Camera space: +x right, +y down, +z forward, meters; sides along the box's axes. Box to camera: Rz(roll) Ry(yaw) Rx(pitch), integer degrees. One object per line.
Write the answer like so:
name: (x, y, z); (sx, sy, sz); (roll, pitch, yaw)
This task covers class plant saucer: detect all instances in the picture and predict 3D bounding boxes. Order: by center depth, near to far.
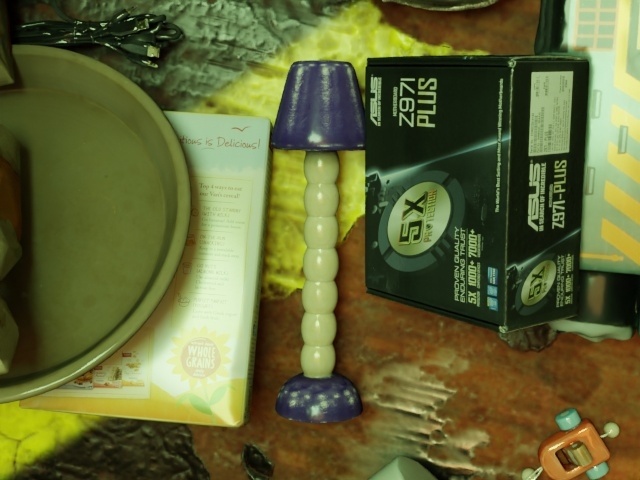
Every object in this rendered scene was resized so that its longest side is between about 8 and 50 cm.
plant saucer: (-0.229, -0.014, 0.701); (0.278, 0.041, 0.277); (-1, 68, 2)

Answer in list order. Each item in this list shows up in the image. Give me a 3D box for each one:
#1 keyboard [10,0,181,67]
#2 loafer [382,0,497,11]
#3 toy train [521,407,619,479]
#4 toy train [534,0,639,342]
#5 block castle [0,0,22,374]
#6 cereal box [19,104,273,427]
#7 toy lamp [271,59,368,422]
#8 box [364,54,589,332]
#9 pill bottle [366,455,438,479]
keyboard: (-0.211, -0.237, 0.769); (0.317, 0.033, 0.201); (1, 90, 6)
loafer: (0.000, -0.224, 0.631); (0.366, 0.130, 0.133); (11, 129, -28)
toy train: (0.206, 0.227, 0.773); (0.125, 0.046, 0.166); (-26, 93, 8)
toy train: (0.247, -0.078, 0.696); (0.190, 0.142, 0.333); (5, 99, 17)
block castle: (-0.333, -0.131, 0.569); (0.213, 0.303, 0.453); (-11, 68, -1)
cereal box: (-0.131, 0.018, 0.755); (0.173, 0.047, 0.240); (5, 81, 5)
toy lamp: (0.000, 0.000, 0.751); (0.080, 0.080, 0.274); (0, 96, 6)
box: (0.105, -0.041, 0.688); (0.078, 0.147, 0.180); (-8, 104, -35)
pill bottle: (-0.012, 0.307, 0.742); (0.301, 0.169, 0.169); (-42, 91, 9)
